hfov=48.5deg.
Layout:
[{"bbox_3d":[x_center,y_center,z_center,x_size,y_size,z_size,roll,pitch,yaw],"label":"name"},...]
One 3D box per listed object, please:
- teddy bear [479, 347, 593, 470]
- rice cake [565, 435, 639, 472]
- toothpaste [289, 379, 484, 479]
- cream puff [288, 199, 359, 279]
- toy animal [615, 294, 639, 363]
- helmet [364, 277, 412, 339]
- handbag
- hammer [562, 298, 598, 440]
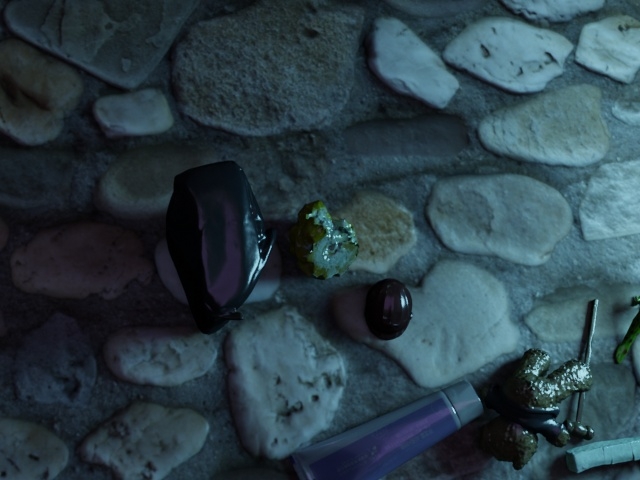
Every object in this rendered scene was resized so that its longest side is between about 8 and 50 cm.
[{"bbox_3d":[0.398,0.310,1.366,0.182,0.129,0.251,23,74,39],"label":"teddy bear"},{"bbox_3d":[0.605,0.415,1.403,0.245,0.042,0.045,-7,86,-7],"label":"rice cake"},{"bbox_3d":[0.131,0.380,1.349,0.371,0.080,0.125,-26,79,-8],"label":"toothpaste"},{"bbox_3d":[0.000,-0.001,1.427,0.156,0.156,0.121,42,116,7],"label":"cream puff"},{"bbox_3d":[0.669,0.154,1.482,0.041,0.075,0.216,28,102,5],"label":"toy animal"},{"bbox_3d":[0.140,0.133,1.420,0.098,0.070,0.123,3,73,-6],"label":"helmet"},{"bbox_3d":[-0.169,0.026,1.305,0.178,0.302,0.275,-19,79,-18],"label":"handbag"},{"bbox_3d":[0.546,0.257,1.453,0.058,0.029,0.292,17,71,-3],"label":"hammer"}]
